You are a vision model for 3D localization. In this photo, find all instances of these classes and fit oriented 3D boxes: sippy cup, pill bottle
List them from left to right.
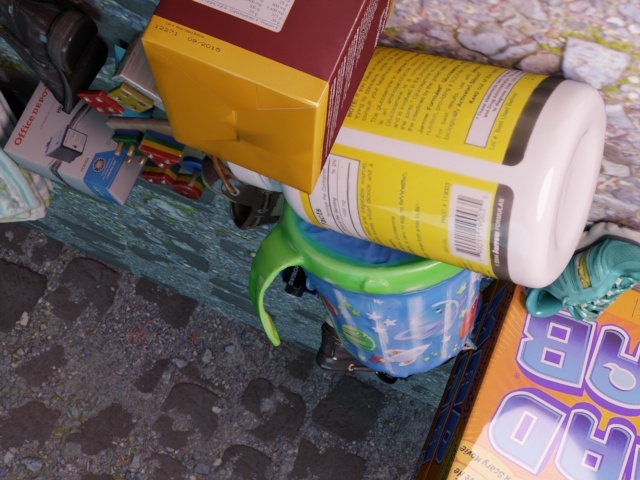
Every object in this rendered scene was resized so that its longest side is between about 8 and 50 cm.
[{"bbox_3d":[0.088,0.029,1.039,0.305,0.240,0.224,5,136,17],"label":"sippy cup"},{"bbox_3d":[0.082,-0.086,0.859,0.334,0.188,0.188,17,165,26],"label":"pill bottle"}]

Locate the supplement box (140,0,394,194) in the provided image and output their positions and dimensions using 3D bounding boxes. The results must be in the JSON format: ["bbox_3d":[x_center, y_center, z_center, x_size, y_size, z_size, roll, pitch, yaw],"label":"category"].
[{"bbox_3d":[-0.026,-0.170,0.700,0.129,0.194,0.191,22,166,4],"label":"supplement box"}]

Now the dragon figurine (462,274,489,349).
[{"bbox_3d":[0.190,0.064,1.223,0.085,0.144,0.289,15,-173,14],"label":"dragon figurine"}]

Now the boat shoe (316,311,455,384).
[{"bbox_3d":[0.119,0.195,1.567,0.127,0.113,0.340,30,-169,38],"label":"boat shoe"}]

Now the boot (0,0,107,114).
[{"bbox_3d":[-0.395,-0.280,1.145,0.229,0.091,0.263,29,162,-3],"label":"boot"}]

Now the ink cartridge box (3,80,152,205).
[{"bbox_3d":[-0.371,-0.156,1.407,0.191,0.139,0.082,20,167,12],"label":"ink cartridge box"}]

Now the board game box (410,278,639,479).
[{"bbox_3d":[0.379,0.274,1.357,0.356,0.356,0.356,22,166,3],"label":"board game box"}]

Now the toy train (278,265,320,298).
[{"bbox_3d":[0.000,0.000,1.338,0.080,0.184,0.105,23,-174,26],"label":"toy train"}]

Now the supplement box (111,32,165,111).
[{"bbox_3d":[-0.201,-0.204,1.124,0.098,0.062,0.036,31,165,-27],"label":"supplement box"}]

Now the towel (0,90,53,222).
[{"bbox_3d":[-0.646,-0.179,1.472,0.320,0.090,0.374,-4,128,23],"label":"towel"}]

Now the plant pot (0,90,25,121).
[{"bbox_3d":[-0.630,-0.191,1.634,0.188,0.187,0.167,24,152,0],"label":"plant pot"}]

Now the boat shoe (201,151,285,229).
[{"bbox_3d":[-0.089,-0.092,1.136,0.342,0.123,0.123,92,154,-74],"label":"boat shoe"}]

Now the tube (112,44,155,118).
[{"bbox_3d":[-0.255,-0.205,1.246,0.080,0.052,0.207,21,161,-11],"label":"tube"}]

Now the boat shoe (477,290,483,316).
[{"bbox_3d":[0.101,0.061,1.497,0.341,0.121,0.110,17,165,29],"label":"boat shoe"}]

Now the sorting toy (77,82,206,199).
[{"bbox_3d":[-0.214,-0.117,1.215,0.132,0.046,0.274,8,158,33],"label":"sorting toy"}]

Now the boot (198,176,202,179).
[{"bbox_3d":[-0.135,-0.100,1.382,0.165,0.077,0.213,28,165,-27],"label":"boot"}]

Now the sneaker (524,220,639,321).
[{"bbox_3d":[0.344,0.048,1.094,0.107,0.110,0.275,27,165,-14],"label":"sneaker"}]
